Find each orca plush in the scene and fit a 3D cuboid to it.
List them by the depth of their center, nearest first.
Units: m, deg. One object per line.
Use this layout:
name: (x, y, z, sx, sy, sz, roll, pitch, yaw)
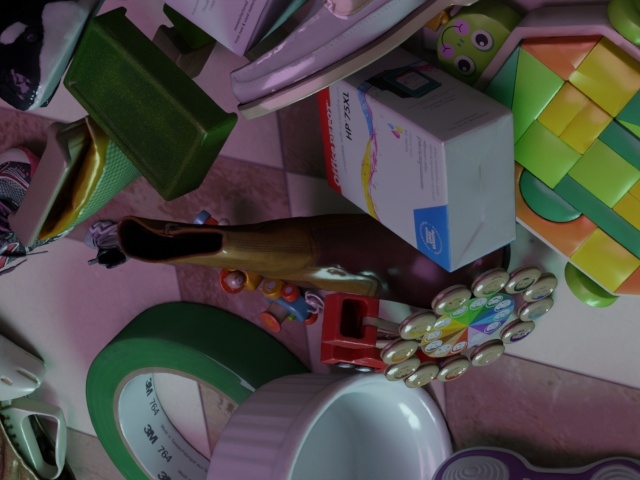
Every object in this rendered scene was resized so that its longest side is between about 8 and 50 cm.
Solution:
orca plush: (-0.247, -0.226, 1.277, 0.102, 0.287, 0.151, 26, 144, -8)

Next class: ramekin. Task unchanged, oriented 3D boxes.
ramekin: (0.007, 0.269, 1.515, 0.135, 0.277, 0.277, 1, 124, 43)

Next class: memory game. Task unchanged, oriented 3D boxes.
memory game: (0.140, 0.083, 1.352, 0.012, 0.186, 0.186, 62, 145, 29)

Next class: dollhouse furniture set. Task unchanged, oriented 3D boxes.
dollhouse furniture set: (-0.150, -0.086, 1.377, 0.151, 0.197, 0.301, 45, 133, 12)

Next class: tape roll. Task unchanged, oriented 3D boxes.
tape roll: (-0.127, 0.224, 1.708, 0.321, 0.077, 0.321, 19, 131, 23)

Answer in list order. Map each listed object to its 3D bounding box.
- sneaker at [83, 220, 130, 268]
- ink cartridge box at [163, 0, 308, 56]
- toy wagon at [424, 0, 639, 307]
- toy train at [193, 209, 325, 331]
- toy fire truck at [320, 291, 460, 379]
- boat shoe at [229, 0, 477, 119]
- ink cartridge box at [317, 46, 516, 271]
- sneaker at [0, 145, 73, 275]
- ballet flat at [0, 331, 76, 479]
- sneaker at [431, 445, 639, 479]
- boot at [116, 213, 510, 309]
sneaker: (-0.245, 0.009, 1.627, 0.098, 0.069, 0.038, -4, 120, 37)
ink cartridge box: (-0.098, -0.279, 1.236, 0.212, 0.154, 0.093, 37, 136, 5)
toy wagon: (0.218, -0.093, 1.222, 0.344, 0.068, 0.267, 38, 136, 4)
toy train: (-0.073, 0.041, 1.515, 0.166, 0.046, 0.125, 37, 165, 2)
toy fire truck: (0.068, 0.096, 1.399, 0.192, 0.047, 0.135, 12, 164, -27)
boat shoe: (0.046, -0.209, 1.164, 0.302, 0.113, 0.103, -31, 102, 8)
ink cartridge box: (0.068, -0.088, 1.262, 0.231, 0.078, 0.134, 37, 144, 45)
sneaker: (-0.389, -0.006, 1.686, 0.121, 0.112, 0.299, 49, 135, -8)
ballet flat: (-0.404, 0.218, 1.887, 0.124, 0.116, 0.342, -7, 121, 15)
sneaker: (0.269, 0.293, 1.484, 0.305, 0.114, 0.152, 9, 145, 31)
boot: (0.000, 0.000, 1.311, 0.264, 0.280, 0.096, 9, 90, 39)
